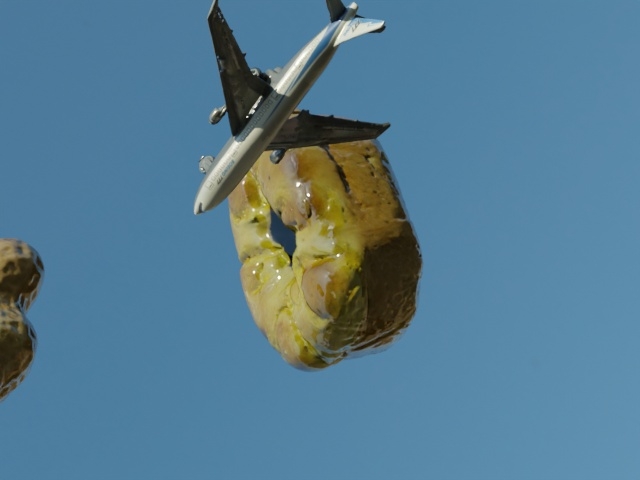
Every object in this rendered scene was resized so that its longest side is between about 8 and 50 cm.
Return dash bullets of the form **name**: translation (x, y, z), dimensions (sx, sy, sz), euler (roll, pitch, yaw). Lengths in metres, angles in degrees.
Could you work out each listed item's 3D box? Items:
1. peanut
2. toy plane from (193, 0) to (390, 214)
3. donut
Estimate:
- **peanut**: translation (-0.284, 0.071, 1.313), dimensions (0.089, 0.192, 0.089), euler (1, -42, 1)
- **toy plane**: translation (-0.035, -0.113, 1.259), dimensions (0.226, 0.058, 0.226), euler (-46, -46, 14)
- **donut**: translation (0.000, 0.000, 1.508), dimensions (0.128, 0.261, 0.208), euler (-4, -26, -26)
